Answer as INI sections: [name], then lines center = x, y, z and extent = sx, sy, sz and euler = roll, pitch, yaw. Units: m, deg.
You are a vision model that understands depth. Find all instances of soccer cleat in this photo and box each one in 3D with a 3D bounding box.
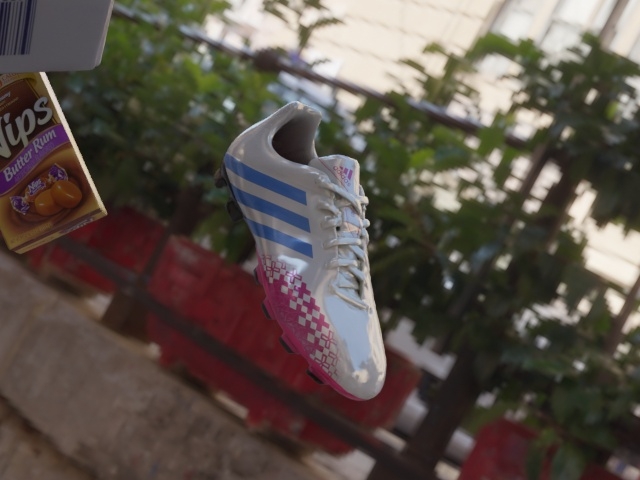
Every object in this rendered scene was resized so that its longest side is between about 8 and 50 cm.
[soccer cleat]
center = 0.000, 0.000, 1.434
extent = 0.116, 0.143, 0.331
euler = 15, 41, -52

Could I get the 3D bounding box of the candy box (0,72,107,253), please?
[candy box]
center = -0.321, -0.092, 1.534
extent = 0.053, 0.109, 0.186
euler = 77, -12, -82

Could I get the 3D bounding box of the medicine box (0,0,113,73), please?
[medicine box]
center = -0.372, -0.320, 1.436
extent = 0.263, 0.149, 0.289
euler = -6, 55, -23
